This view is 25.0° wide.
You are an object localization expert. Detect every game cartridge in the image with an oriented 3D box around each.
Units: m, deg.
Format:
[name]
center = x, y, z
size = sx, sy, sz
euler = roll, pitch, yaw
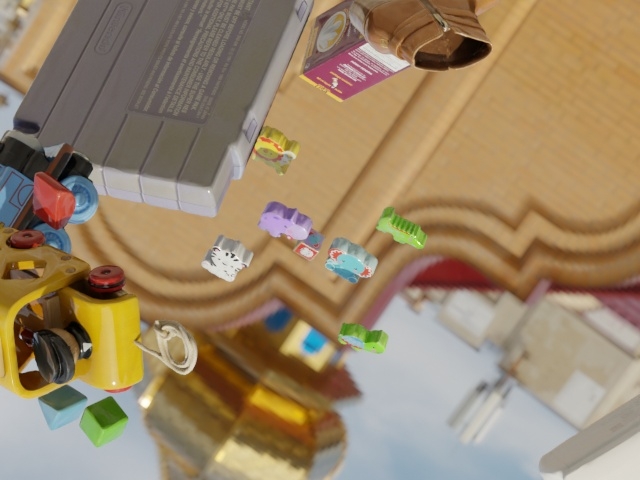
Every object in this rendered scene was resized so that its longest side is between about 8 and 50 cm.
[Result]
[game cartridge]
center = -0.149, -0.185, 1.455
size = 0.230, 0.068, 0.355
euler = 14, -125, 9

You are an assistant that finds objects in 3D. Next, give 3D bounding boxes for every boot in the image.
[boot]
center = 0.142, -0.228, 1.485
size = 0.152, 0.197, 0.073
euler = 47, 155, 55

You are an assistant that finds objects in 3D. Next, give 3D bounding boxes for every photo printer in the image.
[photo printer]
center = 0.431, 0.325, 1.670
size = 0.307, 0.256, 0.107
euler = 60, 175, -9

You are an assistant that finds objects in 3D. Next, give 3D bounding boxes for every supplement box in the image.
[supplement box]
center = 0.065, -0.275, 1.948
size = 0.081, 0.104, 0.188
euler = 29, 149, -29

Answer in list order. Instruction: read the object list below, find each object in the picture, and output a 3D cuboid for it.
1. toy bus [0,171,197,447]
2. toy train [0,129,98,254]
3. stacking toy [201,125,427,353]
[toy bus]
center = -0.216, 0.067, 1.089
size = 0.104, 0.202, 0.191
euler = -25, -102, -40
[toy train]
center = -0.269, -0.011, 1.240
size = 0.105, 0.184, 0.080
euler = 36, 163, -26
[stacking toy]
center = 0.000, 0.000, 1.483
size = 0.221, 0.052, 0.167
euler = 30, -125, -11
